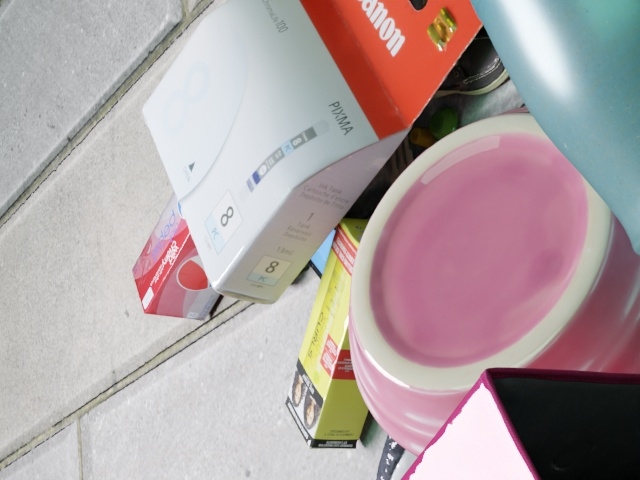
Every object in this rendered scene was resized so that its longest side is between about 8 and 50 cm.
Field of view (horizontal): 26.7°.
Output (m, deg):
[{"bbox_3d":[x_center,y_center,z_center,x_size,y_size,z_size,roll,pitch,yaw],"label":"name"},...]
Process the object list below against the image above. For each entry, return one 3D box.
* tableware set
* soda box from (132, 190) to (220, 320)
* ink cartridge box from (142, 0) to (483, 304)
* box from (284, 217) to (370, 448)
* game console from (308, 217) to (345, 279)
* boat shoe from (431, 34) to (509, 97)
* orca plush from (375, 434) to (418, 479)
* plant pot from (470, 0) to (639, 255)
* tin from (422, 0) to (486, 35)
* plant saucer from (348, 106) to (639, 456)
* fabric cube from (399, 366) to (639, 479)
[{"bbox_3d":[0.115,-0.051,1.338,0.104,0.024,0.154,-34,55,47],"label":"tableware set"},{"bbox_3d":[-0.138,-0.020,1.663,0.263,0.092,0.083,-58,38,34],"label":"soda box"},{"bbox_3d":[-0.025,-0.173,1.398,0.385,0.091,0.308,-53,41,27],"label":"ink cartridge box"},{"bbox_3d":[0.028,0.098,1.385,0.087,0.058,0.232,-123,44,-53],"label":"box"},{"bbox_3d":[0.000,0.000,1.466,0.071,0.107,0.122,-45,41,5],"label":"game console"},{"bbox_3d":[0.128,-0.168,1.309,0.152,0.049,0.056,-13,73,56],"label":"boat shoe"},{"bbox_3d":[0.133,0.173,1.236,0.151,0.102,0.287,19,115,12],"label":"orca plush"},{"bbox_3d":[0.258,-0.136,0.923,0.271,0.271,0.255,-36,70,50],"label":"plant pot"},{"bbox_3d":[0.166,-0.270,1.284,0.189,0.040,0.106,-37,58,49],"label":"tin"},{"bbox_3d":[0.146,0.022,1.100,0.332,0.084,0.332,-24,48,30],"label":"plant saucer"},{"bbox_3d":[0.193,0.269,0.930,0.258,0.254,0.259,-57,41,34],"label":"fabric cube"}]
